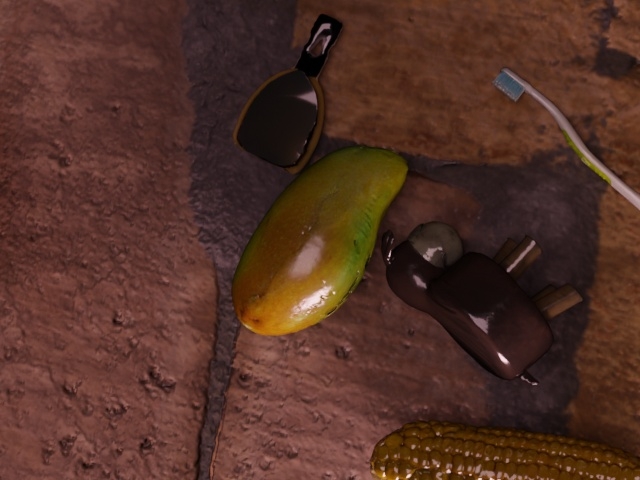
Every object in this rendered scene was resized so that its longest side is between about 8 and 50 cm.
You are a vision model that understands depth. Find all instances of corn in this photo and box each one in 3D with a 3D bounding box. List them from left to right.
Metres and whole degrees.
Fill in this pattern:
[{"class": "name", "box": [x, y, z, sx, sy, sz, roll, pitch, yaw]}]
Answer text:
[{"class": "corn", "box": [0.208, 0.242, 1.454, 0.321, 0.119, 0.119, 13, 95, 10]}]

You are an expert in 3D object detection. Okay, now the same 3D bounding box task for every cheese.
[{"class": "cheese", "box": [-0.024, -0.155, 1.524, 0.086, 0.036, 0.162, 27, 97, 12]}]

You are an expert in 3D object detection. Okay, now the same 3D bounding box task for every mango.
[{"class": "mango", "box": [0.000, 0.000, 1.484, 0.233, 0.111, 0.125, -46, 57, 8]}]

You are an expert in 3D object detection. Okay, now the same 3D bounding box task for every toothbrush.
[{"class": "toothbrush", "box": [0.275, -0.082, 1.475, 0.263, 0.022, 0.026, 41, 85, 8]}]

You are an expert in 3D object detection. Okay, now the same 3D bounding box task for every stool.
[{"class": "stool", "box": [0.156, 0.047, 1.460, 0.121, 0.125, 0.217, -44, 64, -8]}]
